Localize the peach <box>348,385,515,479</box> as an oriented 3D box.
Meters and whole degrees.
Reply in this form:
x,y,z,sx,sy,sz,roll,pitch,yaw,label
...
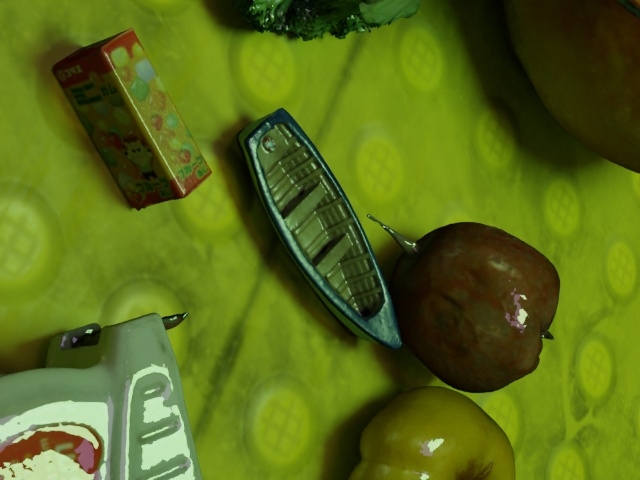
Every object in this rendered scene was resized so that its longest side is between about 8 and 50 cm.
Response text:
x,y,z,sx,sy,sz,roll,pitch,yaw,label
0.095,0.213,0.982,0.179,0.103,0.179,8,78,-47,peach

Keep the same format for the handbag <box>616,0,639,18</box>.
x,y,z,sx,sy,sz,roll,pitch,yaw,label
0.195,-0.398,0.945,0.410,0.116,0.303,36,84,9,handbag

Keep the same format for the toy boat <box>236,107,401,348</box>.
x,y,z,sx,sy,sz,roll,pitch,yaw,label
0.000,0.000,0.955,0.080,0.046,0.229,-48,118,-37,toy boat

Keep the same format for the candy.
x,y,z,sx,sy,sz,roll,pitch,yaw,label
-0.133,-0.085,0.825,0.038,0.062,0.122,-44,114,-40,candy

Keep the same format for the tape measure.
x,y,z,sx,sy,sz,roll,pitch,yaw,label
-0.174,0.197,0.709,0.265,0.130,0.258,-16,93,-38,tape measure

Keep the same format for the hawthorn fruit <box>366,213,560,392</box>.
x,y,z,sx,sy,sz,roll,pitch,yaw,label
0.126,0.043,1.025,0.189,0.149,0.149,48,48,11,hawthorn fruit

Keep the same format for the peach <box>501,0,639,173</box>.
x,y,z,sx,sy,sz,roll,pitch,yaw,label
0.341,-0.228,1.145,0.290,0.372,0.372,-32,111,-4,peach

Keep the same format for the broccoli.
x,y,z,sx,sy,sz,roll,pitch,yaw,label
0.012,-0.234,0.925,0.195,0.195,0.156,-27,71,-43,broccoli
